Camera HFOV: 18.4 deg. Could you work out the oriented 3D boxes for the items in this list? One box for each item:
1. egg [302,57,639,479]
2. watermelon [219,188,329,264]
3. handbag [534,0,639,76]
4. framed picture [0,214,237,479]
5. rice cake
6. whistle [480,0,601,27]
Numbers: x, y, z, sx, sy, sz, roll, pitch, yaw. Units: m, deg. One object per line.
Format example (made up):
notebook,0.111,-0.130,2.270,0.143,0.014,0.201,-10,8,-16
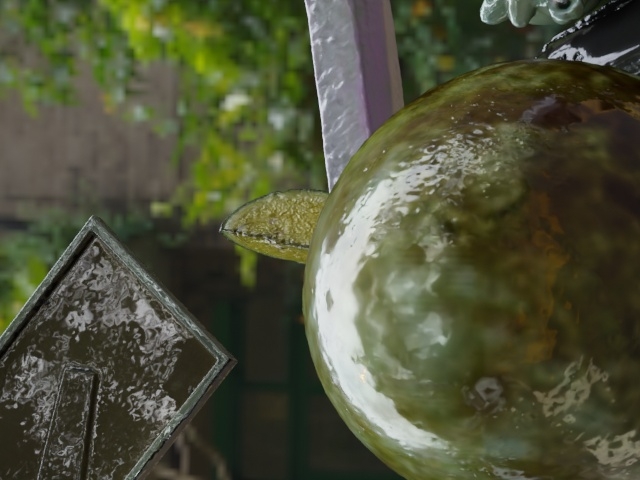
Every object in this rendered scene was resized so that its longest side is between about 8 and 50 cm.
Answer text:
egg,0.107,0.024,1.011,0.289,0.238,0.238,2,-91,-56
watermelon,0.001,0.007,1.901,0.092,0.181,0.075,-63,-23,-53
handbag,0.248,-0.168,1.206,0.080,0.223,0.247,57,143,-3
framed picture,-0.196,0.130,1.552,0.250,0.184,0.016,-53,-29,10
rice cake,0.025,-0.154,1.497,0.072,0.056,0.365,27,-130,-52
whistle,0.130,-0.212,1.226,0.092,0.110,0.244,54,-161,-41
